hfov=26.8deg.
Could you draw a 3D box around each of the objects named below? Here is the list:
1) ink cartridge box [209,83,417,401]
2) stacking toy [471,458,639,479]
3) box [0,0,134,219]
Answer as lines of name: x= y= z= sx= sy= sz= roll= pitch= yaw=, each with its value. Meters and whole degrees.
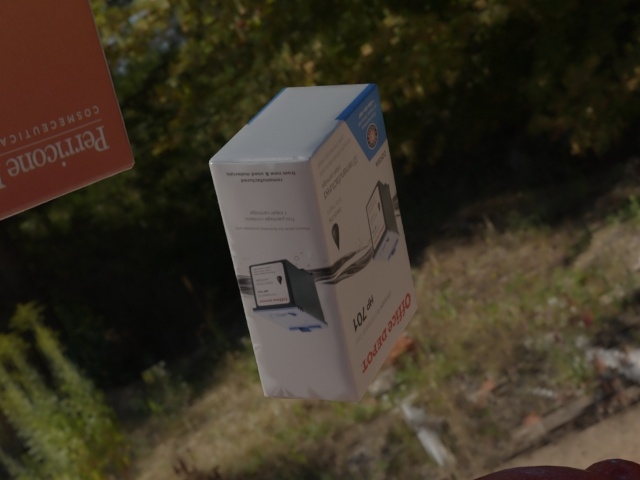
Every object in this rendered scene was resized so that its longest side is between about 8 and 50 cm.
ink cartridge box: x=0.000 y=0.000 z=0.964 sx=0.082 sy=0.190 sz=0.139 roll=-1 pitch=27 yaw=25
stacking toy: x=0.006 y=0.216 z=0.381 sx=0.309 sy=0.279 sz=0.130 roll=-23 pitch=26 yaw=4
box: x=-0.147 y=-0.080 z=0.376 sx=0.091 sy=0.170 sz=0.130 roll=-4 pitch=17 yaw=42
